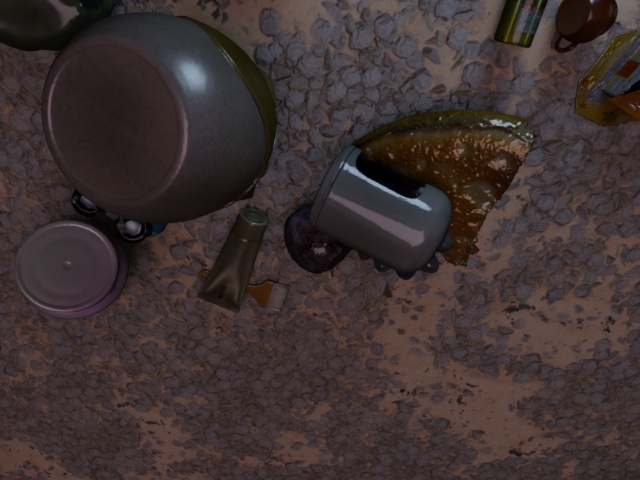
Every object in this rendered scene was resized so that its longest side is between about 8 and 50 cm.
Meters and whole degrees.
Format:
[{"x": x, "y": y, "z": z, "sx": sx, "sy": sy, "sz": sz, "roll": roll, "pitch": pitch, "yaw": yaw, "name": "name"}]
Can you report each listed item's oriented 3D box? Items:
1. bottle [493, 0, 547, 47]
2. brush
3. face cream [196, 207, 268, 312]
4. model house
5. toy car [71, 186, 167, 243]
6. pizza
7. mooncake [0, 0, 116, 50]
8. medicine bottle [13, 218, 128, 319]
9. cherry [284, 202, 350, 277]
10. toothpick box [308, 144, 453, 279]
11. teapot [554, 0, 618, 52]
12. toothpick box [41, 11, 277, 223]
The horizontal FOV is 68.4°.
[{"x": 0.443, "y": -0.551, "z": 0.961, "sx": 0.082, "sy": 0.082, "sz": 0.286, "roll": 11, "pitch": 119, "yaw": -3, "name": "bottle"}, {"x": -0.234, "y": 0.139, "z": 1.415, "sx": 0.272, "sy": 0.013, "sz": 0.103, "roll": 18, "pitch": 118, "yaw": -6, "name": "brush"}, {"x": -0.243, "y": 0.065, "z": 1.339, "sx": 0.137, "sy": 0.084, "sz": 0.341, "roll": 22, "pitch": 120, "yaw": -9, "name": "face cream"}, {"x": 0.709, "y": -0.330, "z": 1.037, "sx": 0.207, "sy": 0.136, "sz": 0.219, "roll": 29, "pitch": 116, "yaw": -14, "name": "model house"}, {"x": -0.483, "y": -0.126, "z": 1.188, "sx": 0.255, "sy": 0.188, "sz": 0.190, "roll": 39, "pitch": 98, "yaw": -21, "name": "toy car"}, {"x": 0.297, "y": -0.119, "z": 1.165, "sx": 0.440, "sy": 0.130, "sz": 0.405, "roll": -1, "pitch": 123, "yaw": 26, "name": "pizza"}, {"x": -0.598, "y": -0.569, "z": 0.946, "sx": 0.352, "sy": 0.187, "sz": 0.351, "roll": -2, "pitch": 123, "yaw": -4, "name": "mooncake"}, {"x": -0.620, "y": 0.072, "z": 1.187, "sx": 0.256, "sy": 0.325, "sz": 0.255, "roll": 2, "pitch": 85, "yaw": -23, "name": "medicine bottle"}, {"x": -0.008, "y": -0.007, "z": 1.226, "sx": 0.195, "sy": 0.195, "sz": 0.195, "roll": 1, "pitch": 119, "yaw": 2, "name": "cherry"}, {"x": 0.148, "y": -0.048, "z": 1.066, "sx": 0.317, "sy": 0.229, "sz": 0.229, "roll": 28, "pitch": 118, "yaw": 5, "name": "toothpick box"}, {"x": 0.568, "y": -0.470, "z": 0.994, "sx": 0.116, "sy": 0.116, "sz": 0.173, "roll": 16, "pitch": 145, "yaw": -6, "name": "teapot"}, {"x": -0.290, "y": -0.240, "z": 0.979, "sx": 0.409, "sy": 0.425, "sz": 0.408, "roll": 4, "pitch": 106, "yaw": 14, "name": "toothpick box"}]
